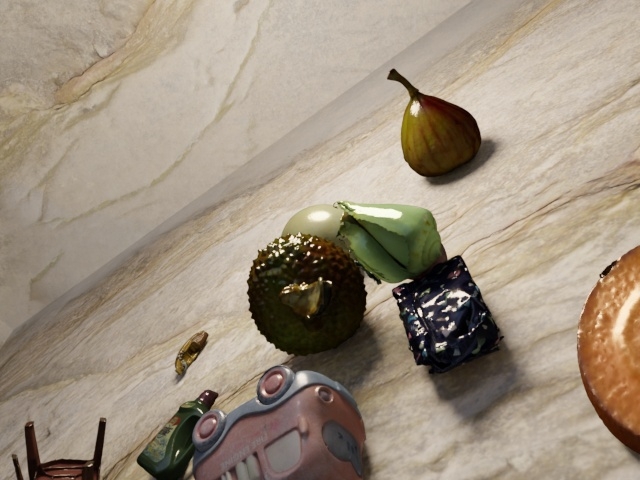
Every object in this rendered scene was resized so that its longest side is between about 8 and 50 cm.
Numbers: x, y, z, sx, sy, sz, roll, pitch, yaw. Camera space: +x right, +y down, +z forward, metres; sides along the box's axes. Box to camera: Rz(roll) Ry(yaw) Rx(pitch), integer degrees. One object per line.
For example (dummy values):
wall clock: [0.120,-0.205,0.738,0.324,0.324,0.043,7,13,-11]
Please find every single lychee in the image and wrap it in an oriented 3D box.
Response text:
lychee: [-0.029,0.114,1.187,0.270,0.270,0.320,-28,22,21]

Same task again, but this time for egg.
egg: [0.000,0.000,1.446,0.253,0.186,0.186,-9,36,47]

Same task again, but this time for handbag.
handbag: [0.218,0.132,0.995,0.162,0.113,0.260,-27,24,8]

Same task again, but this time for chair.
chair: [-0.633,0.608,1.338,0.175,0.183,0.326,-110,29,-65]

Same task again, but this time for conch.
conch: [0.124,0.002,1.095,0.250,0.143,0.137,1,30,33]

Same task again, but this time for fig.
fig: [0.278,-0.323,1.474,0.217,0.321,0.217,-30,30,20]

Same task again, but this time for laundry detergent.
laundry detergent: [-0.299,0.428,1.239,0.144,0.078,0.222,-3,39,50]

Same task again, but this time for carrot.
carrot: [0.448,0.129,0.693,0.258,0.100,0.307,-20,31,42]

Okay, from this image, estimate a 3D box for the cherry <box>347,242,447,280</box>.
cherry: [0.180,0.038,1.167,0.115,0.188,0.148,-56,47,43]

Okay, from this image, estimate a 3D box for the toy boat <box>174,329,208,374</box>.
toy boat: [-0.369,0.315,1.572,0.049,0.047,0.149,-16,31,40]

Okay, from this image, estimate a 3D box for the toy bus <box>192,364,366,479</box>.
toy bus: [-0.059,0.366,0.882,0.294,0.197,0.232,-34,34,7]
